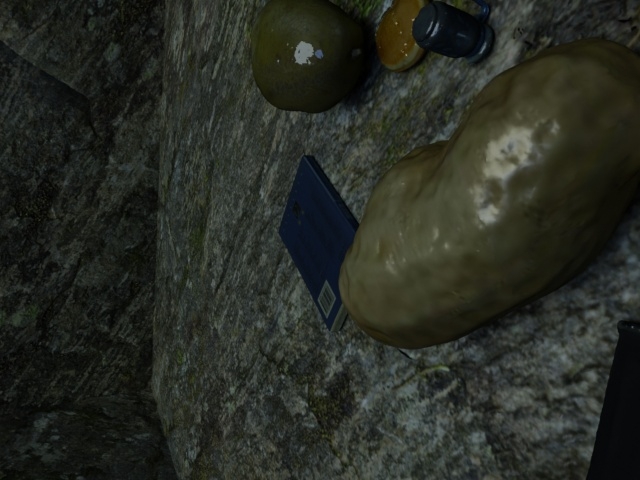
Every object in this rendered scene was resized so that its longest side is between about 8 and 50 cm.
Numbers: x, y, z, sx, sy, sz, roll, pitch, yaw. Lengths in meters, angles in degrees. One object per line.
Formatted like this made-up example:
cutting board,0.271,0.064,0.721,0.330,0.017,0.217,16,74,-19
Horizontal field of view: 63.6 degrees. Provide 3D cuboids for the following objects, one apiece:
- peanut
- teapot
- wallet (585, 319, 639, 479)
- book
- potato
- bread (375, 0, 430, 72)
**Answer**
peanut,0.146,-0.021,0.497,0.387,0.170,0.192,-48,47,49
teapot,0.143,-0.233,0.563,0.049,0.083,0.063,-17,70,60
wallet,0.314,0.223,0.333,0.323,0.041,0.247,-149,61,-61
book,0.000,0.000,0.919,0.269,0.025,0.190,59,141,41
potato,-0.021,-0.286,0.793,0.251,0.159,0.174,28,141,49
bread,0.109,-0.278,0.682,0.110,0.024,0.110,14,106,61
